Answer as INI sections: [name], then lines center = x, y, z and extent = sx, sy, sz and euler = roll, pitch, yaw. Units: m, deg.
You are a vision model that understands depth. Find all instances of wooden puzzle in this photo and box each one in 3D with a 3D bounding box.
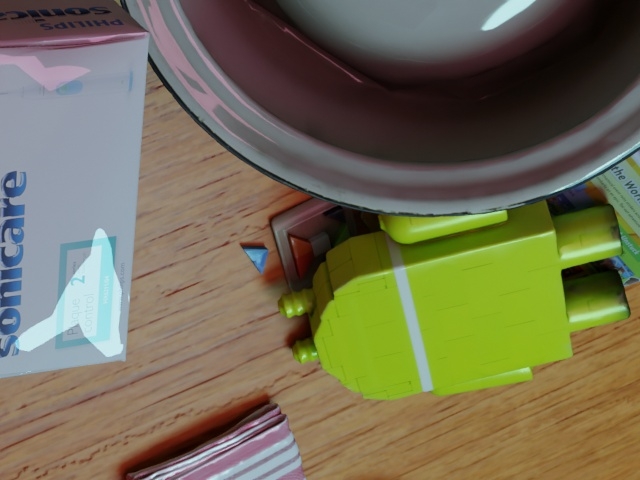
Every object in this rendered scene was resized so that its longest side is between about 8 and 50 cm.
[wooden puzzle]
center = 0.000, 0.000, 1.568
extent = 0.116, 0.014, 0.078
euler = -32, 127, -10

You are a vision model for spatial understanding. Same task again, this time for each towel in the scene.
[towel]
center = -0.074, 0.237, 1.655
extent = 0.144, 0.029, 0.197
euler = -25, 129, -15

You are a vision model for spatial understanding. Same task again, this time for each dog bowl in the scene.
[dog bowl]
center = 0.072, -0.226, 1.301
extent = 0.408, 0.150, 0.408
euler = 2, 117, 4

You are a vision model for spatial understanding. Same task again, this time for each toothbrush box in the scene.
[toothbrush box]
center = -0.221, -0.079, 1.219
extent = 0.126, 0.295, 0.216
euler = -7, 119, -26

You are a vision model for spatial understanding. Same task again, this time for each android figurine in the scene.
[android figurine]
center = 0.105, 0.045, 1.574
extent = 0.273, 0.056, 0.248
euler = -13, 140, 4

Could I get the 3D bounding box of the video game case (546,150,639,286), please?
[video game case]
center = 0.173, -0.024, 1.575
extent = 0.206, 0.026, 0.227
euler = -22, 135, 28
